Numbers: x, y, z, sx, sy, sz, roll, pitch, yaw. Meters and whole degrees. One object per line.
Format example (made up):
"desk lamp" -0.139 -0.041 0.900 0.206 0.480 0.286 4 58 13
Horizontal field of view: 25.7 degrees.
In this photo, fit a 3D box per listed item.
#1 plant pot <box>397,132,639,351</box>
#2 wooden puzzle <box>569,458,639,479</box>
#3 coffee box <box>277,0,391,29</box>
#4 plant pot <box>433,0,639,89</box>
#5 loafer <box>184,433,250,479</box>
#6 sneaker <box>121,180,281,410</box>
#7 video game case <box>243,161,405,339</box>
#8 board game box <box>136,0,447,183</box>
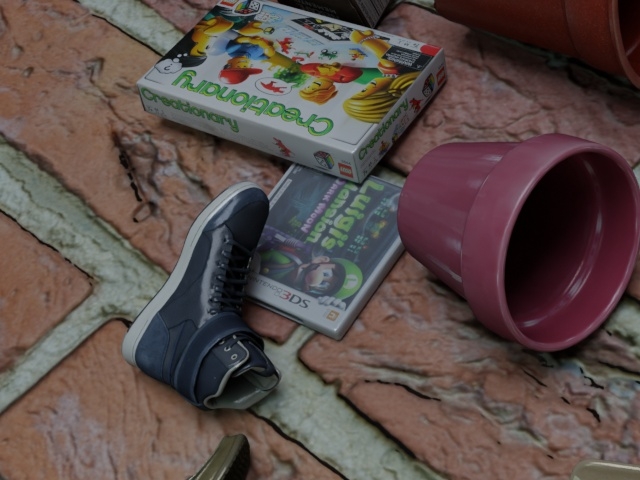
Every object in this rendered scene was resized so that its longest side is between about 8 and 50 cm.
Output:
"plant pot" 0.180 -0.014 1.356 0.201 0.201 0.180 -45 38 -19
"wooden puzzle" 0.299 0.309 1.158 0.221 0.044 0.239 5 60 20
"coffee box" 0.047 -0.389 1.700 0.141 0.098 0.246 23 75 30
"plant pot" 0.269 -0.317 1.525 0.265 0.272 0.272 17 59 37
"loafer" -0.116 0.241 1.319 0.050 0.056 0.148 21 61 22
"sneaker" -0.082 0.063 1.402 0.163 0.086 0.226 30 88 41
"video game case" 0.000 0.000 1.494 0.173 0.022 0.190 22 62 29
"board game box" -0.034 -0.183 1.612 0.305 0.053 0.193 20 53 28
